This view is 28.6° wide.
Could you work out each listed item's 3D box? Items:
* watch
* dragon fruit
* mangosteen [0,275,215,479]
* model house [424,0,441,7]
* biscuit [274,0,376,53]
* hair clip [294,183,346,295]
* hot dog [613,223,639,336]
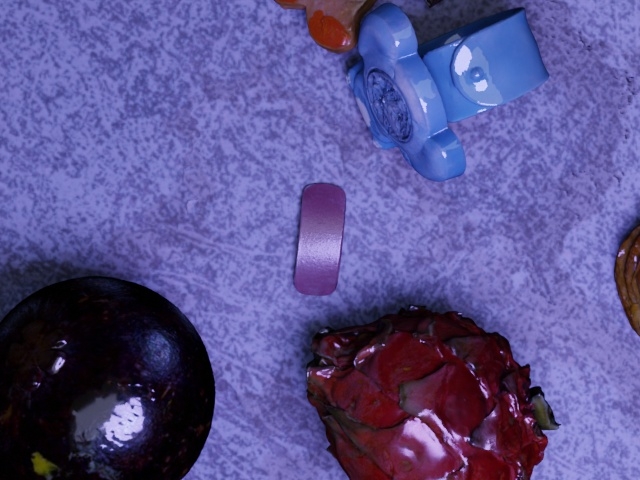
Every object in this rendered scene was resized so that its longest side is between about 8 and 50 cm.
[{"bbox_3d":[0.153,-0.192,1.442,0.193,0.211,0.210,-26,97,-17],"label":"watch"},{"bbox_3d":[0.116,0.196,1.440,0.299,0.244,0.244,29,92,16],"label":"dragon fruit"},{"bbox_3d":[-0.244,0.182,1.395,0.288,0.288,0.287,0,95,-5],"label":"mangosteen"},{"bbox_3d":[0.130,-0.310,1.490,0.083,0.057,0.058,-35,135,-19],"label":"model house"},{"bbox_3d":[0.051,-0.348,1.456,0.250,0.036,0.165,-46,75,2],"label":"biscuit"},{"bbox_3d":[0.000,0.000,1.514,0.054,0.022,0.137,6,94,-2],"label":"hair clip"},{"bbox_3d":[0.499,0.030,1.512,0.272,0.122,0.196,-16,95,-2],"label":"hot dog"}]
